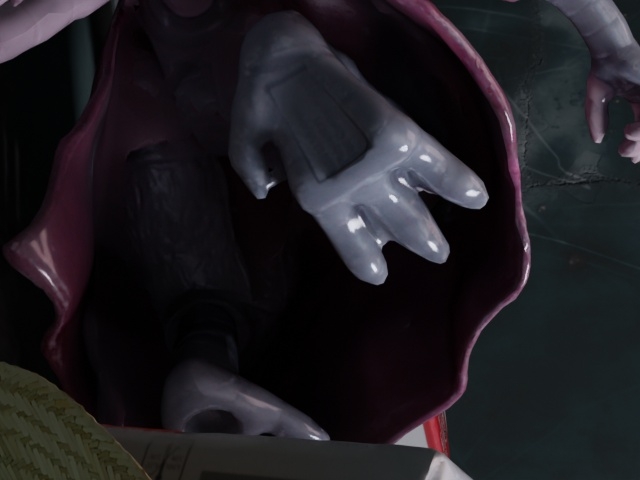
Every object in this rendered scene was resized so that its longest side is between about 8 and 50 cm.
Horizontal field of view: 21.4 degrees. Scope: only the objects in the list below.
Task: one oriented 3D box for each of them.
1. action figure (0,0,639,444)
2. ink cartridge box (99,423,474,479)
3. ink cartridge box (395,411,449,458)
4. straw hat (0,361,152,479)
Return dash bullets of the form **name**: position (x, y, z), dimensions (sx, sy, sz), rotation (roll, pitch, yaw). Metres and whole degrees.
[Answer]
- **action figure**: position (-0.033, -0.070, 0.626), dimensions (0.276, 0.248, 0.370), rotation (47, 25, -29)
- **ink cartridge box**: position (0.004, 0.095, 0.426), dimensions (0.179, 0.145, 0.045), rotation (38, 59, -50)
- **ink cartridge box**: position (0.000, 0.000, 0.947), dimensions (0.273, 0.114, 0.197), rotation (-91, 170, -47)
- **straw hat**: position (-0.072, 0.100, 0.317), dimensions (0.061, 0.144, 0.145), rotation (-21, 107, -45)
